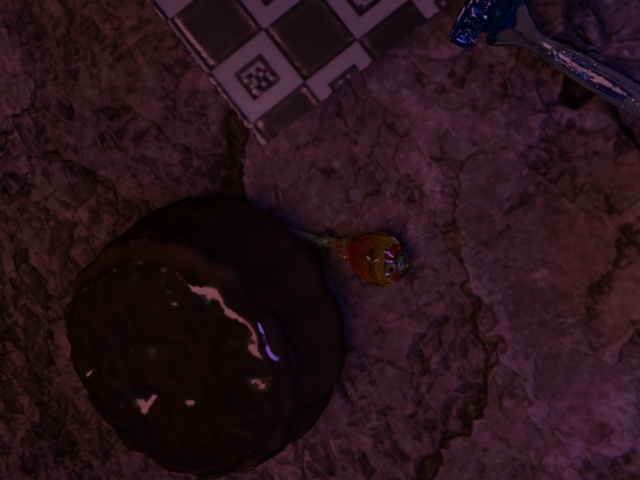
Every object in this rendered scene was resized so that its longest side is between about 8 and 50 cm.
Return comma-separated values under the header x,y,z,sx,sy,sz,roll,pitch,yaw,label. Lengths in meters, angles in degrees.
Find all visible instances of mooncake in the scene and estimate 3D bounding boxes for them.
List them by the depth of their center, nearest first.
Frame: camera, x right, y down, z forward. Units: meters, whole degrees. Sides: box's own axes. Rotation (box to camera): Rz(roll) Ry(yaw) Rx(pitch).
x,y,z,sx,sy,sz,roll,pitch,yaw,label
-0.124,0.108,1.354,0.290,0.161,0.290,10,115,23,mooncake

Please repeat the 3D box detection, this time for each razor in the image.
x,y,z,sx,sy,sz,roll,pitch,yaw,label
0.271,-0.143,1.203,0.324,0.056,0.093,33,112,9,razor

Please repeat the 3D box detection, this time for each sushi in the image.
x,y,z,sx,sy,sz,roll,pitch,yaw,label
-0.028,-0.329,1.237,0.343,0.064,0.359,-39,89,0,sushi

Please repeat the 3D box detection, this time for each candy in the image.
x,y,z,sx,sy,sz,roll,pitch,yaw,label
0.000,0.000,1.355,0.201,0.060,0.060,17,110,25,candy
